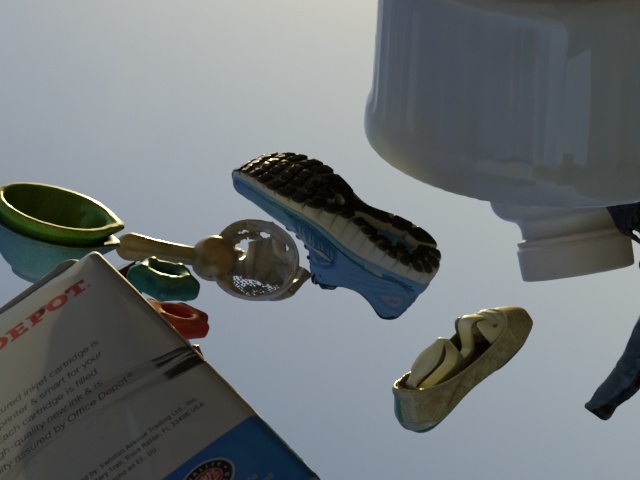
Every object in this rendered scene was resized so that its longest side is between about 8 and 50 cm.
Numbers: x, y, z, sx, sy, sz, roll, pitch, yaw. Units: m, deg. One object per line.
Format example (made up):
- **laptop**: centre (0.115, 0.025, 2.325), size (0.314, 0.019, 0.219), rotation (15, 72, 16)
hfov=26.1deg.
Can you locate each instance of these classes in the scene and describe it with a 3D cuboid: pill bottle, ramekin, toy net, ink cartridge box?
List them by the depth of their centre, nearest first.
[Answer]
- **ink cartridge box**: centre (-0.099, 0.114, 0.593), size (0.203, 0.148, 0.086), rotation (39, 160, 48)
- **toy net**: centre (-0.075, 0.011, 0.797), size (0.122, 0.045, 0.232), rotation (29, -160, 39)
- **ramekin**: centre (0.167, -0.143, 0.976), size (0.277, 0.277, 0.135), rotation (-95, 2, -61)
- **pill bottle**: centre (0.270, -0.119, 1.583), size (0.176, 0.176, 0.318), rotation (-9, -91, -68)

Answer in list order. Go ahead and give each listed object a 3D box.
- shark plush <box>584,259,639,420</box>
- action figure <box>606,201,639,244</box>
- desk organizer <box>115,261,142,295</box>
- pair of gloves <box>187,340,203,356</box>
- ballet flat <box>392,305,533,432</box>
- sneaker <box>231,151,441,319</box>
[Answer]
- **shark plush**: centre (0.180, 0.015, 0.664), size (0.073, 0.161, 0.067), rotation (11, -167, -24)
- **action figure**: centre (0.341, -0.111, 1.360), size (0.141, 0.164, 0.275), rotation (30, 162, 24)
- **desk organizer**: centre (-0.280, 0.079, 1.725), size (0.047, 0.130, 0.050), rotation (-10, 109, 63)
- **pair of gloves**: centre (-0.142, 0.113, 1.056), size (0.023, 0.159, 0.198), rotation (-51, -37, -36)
- **ballet flat**: centre (0.120, 0.093, 1.149), size (0.168, 0.057, 0.052), rotation (-42, -56, -34)
- **sneaker**: centre (0.000, 0.000, 0.940), size (0.162, 0.073, 0.063), rotation (35, -145, 19)
